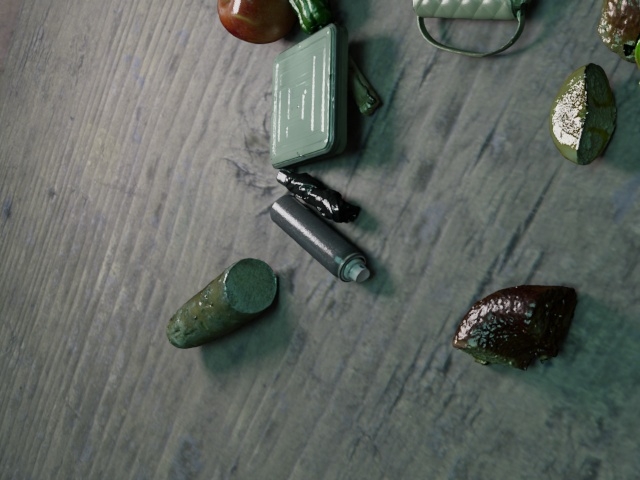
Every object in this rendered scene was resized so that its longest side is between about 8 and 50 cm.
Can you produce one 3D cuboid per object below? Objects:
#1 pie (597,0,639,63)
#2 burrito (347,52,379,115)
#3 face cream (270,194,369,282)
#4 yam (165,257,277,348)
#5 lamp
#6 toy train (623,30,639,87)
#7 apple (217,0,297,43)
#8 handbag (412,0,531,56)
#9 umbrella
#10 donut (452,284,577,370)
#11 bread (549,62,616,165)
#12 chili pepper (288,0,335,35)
[{"bbox_3d":[0.512,-0.346,1.219,0.194,0.079,0.163,3,96,40],"label":"pie"},{"bbox_3d":[0.070,-0.326,1.675,0.051,0.042,0.171,-54,54,33],"label":"burrito"},{"bbox_3d":[0.000,0.000,1.678,0.283,0.073,0.073,41,113,40],"label":"face cream"},{"bbox_3d":[-0.243,0.159,1.859,0.330,0.133,0.133,-33,63,38],"label":"yam"},{"bbox_3d":[-0.029,-0.298,1.731,0.267,0.047,0.268,-10,77,59],"label":"lamp"},{"bbox_3d":[0.576,-0.264,1.105,0.296,0.100,0.160,-9,118,39],"label":"toy train"},{"bbox_3d":[-0.136,-0.540,1.823,0.201,0.162,0.201,-18,69,60],"label":"apple"},{"bbox_3d":[0.275,-0.446,1.471,0.256,0.079,0.219,17,108,45],"label":"handbag"},{"bbox_3d":[-0.016,-0.101,1.710,0.236,0.066,0.059,34,104,40],"label":"umbrella"},{"bbox_3d":[0.308,0.136,1.331,0.187,0.126,0.144,0,78,45],"label":"donut"},{"bbox_3d":[0.411,-0.192,1.292,0.094,0.083,0.157,-15,73,45],"label":"bread"},{"bbox_3d":[-0.029,-0.555,1.747,0.084,0.099,0.253,-23,63,29],"label":"chili pepper"}]
